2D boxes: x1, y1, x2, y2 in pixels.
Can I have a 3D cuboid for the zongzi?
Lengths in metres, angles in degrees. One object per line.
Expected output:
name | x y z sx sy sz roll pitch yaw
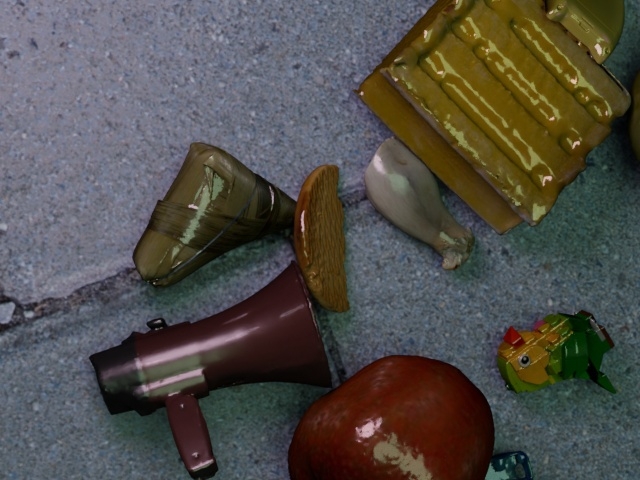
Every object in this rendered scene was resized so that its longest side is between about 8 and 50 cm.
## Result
zongzi | -0.142 -0.002 1.897 0.242 0.112 0.221 32 92 -37

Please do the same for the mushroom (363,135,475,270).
mushroom | 0.152 -0.052 1.964 0.225 0.093 0.116 50 57 -3

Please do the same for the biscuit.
biscuit | -0.001 0.000 1.910 0.033 0.144 0.224 -6 91 28

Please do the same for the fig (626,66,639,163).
fig | 0.646 -0.190 2.000 0.316 0.316 0.316 0 89 -14

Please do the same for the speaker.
speaker | -0.139 0.204 1.840 0.329 0.198 0.259 -23 74 -7

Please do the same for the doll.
doll | 0.366 0.182 2.008 0.186 0.106 0.134 -6 101 -14

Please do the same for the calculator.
calculator | 0.415 -0.381 1.998 0.157 0.033 0.236 37 42 -16

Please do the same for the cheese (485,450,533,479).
cheese | 0.315 0.492 1.983 0.217 0.129 0.329 -16 81 -10

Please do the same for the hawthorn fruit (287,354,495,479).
hawthorn fruit | 0.111 0.306 1.853 0.311 0.295 0.295 -36 98 -8

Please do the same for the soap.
soap | 0.265 -0.221 1.944 0.335 0.156 0.293 42 65 -10
